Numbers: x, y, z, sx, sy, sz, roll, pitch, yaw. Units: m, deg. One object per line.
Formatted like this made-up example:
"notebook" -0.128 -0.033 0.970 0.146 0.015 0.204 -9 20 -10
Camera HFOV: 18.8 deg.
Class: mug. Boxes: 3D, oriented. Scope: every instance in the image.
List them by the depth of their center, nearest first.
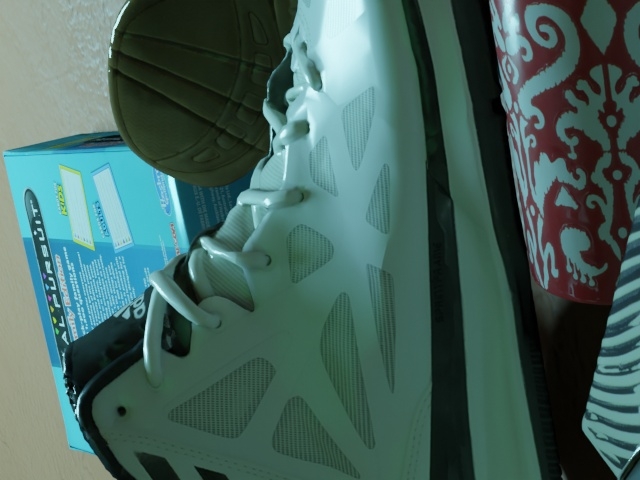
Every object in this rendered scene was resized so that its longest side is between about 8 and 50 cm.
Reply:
"mug" 0.142 -0.060 0.862 0.150 0.113 0.169 30 133 56

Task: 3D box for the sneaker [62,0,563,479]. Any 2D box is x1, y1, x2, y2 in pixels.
"sneaker" -0.025 -0.007 1.001 0.169 0.257 0.447 -75 -25 -77

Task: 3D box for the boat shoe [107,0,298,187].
"boat shoe" -0.038 -0.177 1.150 0.123 0.123 0.342 23 134 7

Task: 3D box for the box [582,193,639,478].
"box" 0.189 0.009 0.762 0.094 0.113 0.275 54 154 34

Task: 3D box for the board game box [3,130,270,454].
"board game box" -0.121 0.045 1.444 0.336 0.079 0.254 4 107 62

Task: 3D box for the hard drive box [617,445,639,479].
"hard drive box" 0.227 0.050 0.619 0.089 0.232 0.181 59 149 28
